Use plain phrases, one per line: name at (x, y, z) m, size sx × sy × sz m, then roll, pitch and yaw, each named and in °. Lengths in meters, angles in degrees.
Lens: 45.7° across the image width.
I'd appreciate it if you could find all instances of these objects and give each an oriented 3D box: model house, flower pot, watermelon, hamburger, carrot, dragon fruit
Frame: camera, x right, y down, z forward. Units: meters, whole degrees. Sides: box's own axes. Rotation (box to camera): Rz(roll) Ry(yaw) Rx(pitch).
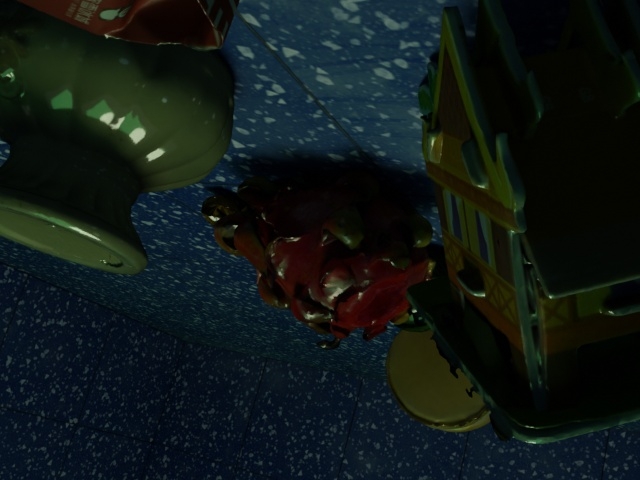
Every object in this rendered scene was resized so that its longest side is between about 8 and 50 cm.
model house at (0.196, -0.062, 0.643) m, size 0.242 × 0.313 × 0.358 m, roll -10°, pitch -164°, yaw -4°
flower pot at (-0.264, -0.111, 0.848) m, size 0.307 × 0.244 × 0.307 m, roll 14°, pitch 163°, yaw 4°
watermelon at (0.180, 0.083, 1.275) m, size 0.140 × 0.141 × 0.187 m, roll 23°, pitch 159°, yaw -26°
hamburger at (0.312, 0.279, 1.669) m, size 0.302 × 0.261 × 0.186 m, roll -36°, pitch 150°, yaw 15°
carrot at (-0.119, -0.020, 1.348) m, size 0.069 × 0.069 × 0.228 m, roll 2°, pitch 161°, yaw 39°
dragon fruit at (0.002, 0.010, 1.065) m, size 0.307 × 0.243 × 0.228 m, roll -2°, pitch 125°, yaw -4°

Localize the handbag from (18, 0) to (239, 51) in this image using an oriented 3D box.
handbag at (-0.161, -0.245, 0.447) m, size 0.298 × 0.171 × 0.151 m, roll 18°, pitch 161°, yaw -24°
